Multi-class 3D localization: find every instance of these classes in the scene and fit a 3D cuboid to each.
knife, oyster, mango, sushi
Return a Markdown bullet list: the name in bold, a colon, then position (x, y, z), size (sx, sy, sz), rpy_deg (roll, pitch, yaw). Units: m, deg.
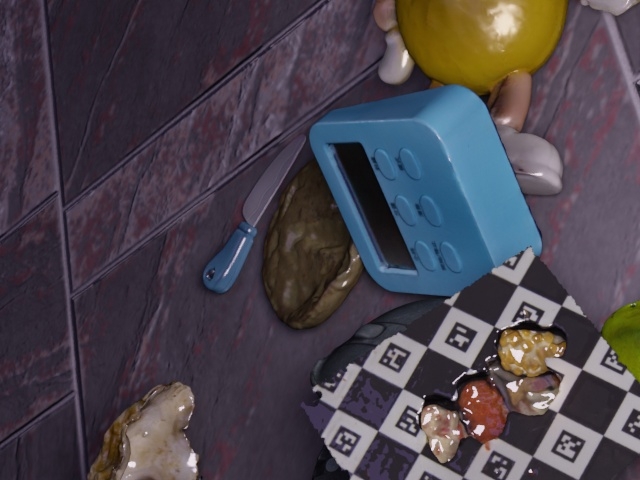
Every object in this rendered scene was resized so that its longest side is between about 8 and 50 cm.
- **knife**: position (-0.090, -0.040, 2.192), size (0.058, 0.032, 0.244), rpy_deg (25, 87, 58)
- **oyster**: position (-0.239, 0.353, 2.092), size (0.110, 0.166, 0.341), rpy_deg (1, 90, 38)
- **mango**: position (0.353, 0.118, 1.590), size (0.178, 0.100, 0.119), rpy_deg (11, 118, 41)
- **sushi**: position (0.161, 0.183, 1.604), size (0.290, 0.050, 0.264), rpy_deg (-35, 61, 0)

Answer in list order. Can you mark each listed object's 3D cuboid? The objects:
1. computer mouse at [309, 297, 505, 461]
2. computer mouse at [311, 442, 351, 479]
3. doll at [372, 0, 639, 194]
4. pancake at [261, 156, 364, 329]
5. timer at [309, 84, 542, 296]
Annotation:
- **computer mouse**: position (0.130, 0.153, 1.751), size (0.203, 0.114, 0.374), rpy_deg (-42, 41, -20)
- **computer mouse**: position (0.091, 0.260, 1.825), size (0.231, 0.071, 0.126), rpy_deg (-13, 47, 28)
- **doll**: position (0.202, -0.242, 1.883), size (0.348, 0.161, 0.423), rpy_deg (31, 97, 32)
- **pancake**: position (0.000, 0.000, 2.061), size (0.242, 0.050, 0.242), rpy_deg (-34, 44, 41)
- **timer**: position (0.102, -0.043, 1.835), size (0.250, 0.232, 0.091), rpy_deg (-7, 25, 47)
